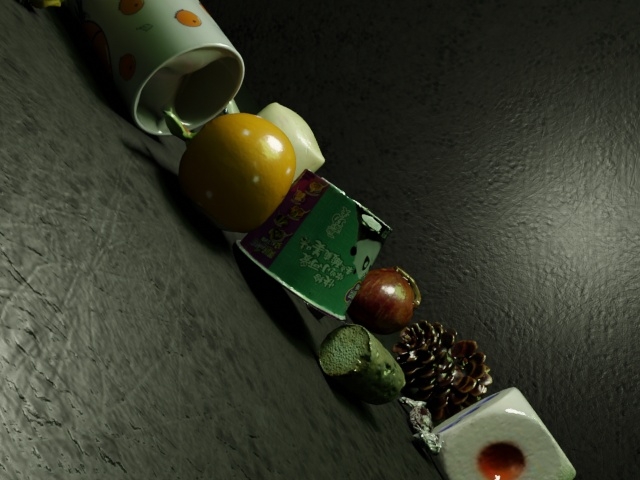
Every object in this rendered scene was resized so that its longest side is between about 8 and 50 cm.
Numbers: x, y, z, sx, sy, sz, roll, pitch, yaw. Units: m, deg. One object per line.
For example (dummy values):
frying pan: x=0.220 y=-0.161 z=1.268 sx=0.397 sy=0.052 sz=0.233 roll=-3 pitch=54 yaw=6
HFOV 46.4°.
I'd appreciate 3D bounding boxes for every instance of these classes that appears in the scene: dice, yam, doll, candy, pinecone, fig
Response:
dice: x=0.421 y=0.505 z=1.768 sx=0.243 sy=0.259 sz=0.251 roll=58 pitch=6 yaw=10
yam: x=0.083 y=0.237 z=1.386 sx=0.194 sy=0.107 sz=0.107 roll=48 pitch=9 yaw=-49
doll: x=-0.160 y=-0.134 z=1.245 sx=0.236 sy=0.213 sz=0.213 roll=39 pitch=9 yaw=-8
candy: x=0.231 y=0.418 z=1.729 sx=0.094 sy=0.051 sz=0.226 roll=34 pitch=11 yaw=-9
pinecone: x=0.314 y=0.333 z=1.988 sx=0.292 sy=0.246 sz=0.246 roll=48 pitch=9 yaw=-28
fig: x=0.174 y=0.159 z=2.037 sx=0.205 sy=0.205 sz=0.205 roll=53 pitch=7 yaw=-9

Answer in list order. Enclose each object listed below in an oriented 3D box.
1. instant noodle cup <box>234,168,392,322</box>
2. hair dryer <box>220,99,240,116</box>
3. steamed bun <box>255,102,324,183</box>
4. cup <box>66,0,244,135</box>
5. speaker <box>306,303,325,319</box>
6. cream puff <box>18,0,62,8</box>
instant noodle cup: x=0.000 y=0.000 z=1.353 sx=0.251 sy=0.190 sz=0.251 roll=36 pitch=2 yaw=-2
hair dryer: x=-0.190 y=-0.202 z=1.623 sx=0.295 sy=0.119 sz=0.298 roll=-92 pitch=158 yaw=-55
steamed bun: x=-0.118 y=-0.278 z=2.185 sx=0.250 sy=0.200 sz=0.155 roll=52 pitch=7 yaw=11
cup: x=-0.302 y=-0.371 z=1.319 sx=0.317 sy=0.212 sz=0.212 roll=56 pitch=7 yaw=21
speaker: x=-0.021 y=0.098 z=1.647 sx=0.046 sy=0.040 sz=0.191 roll=49 pitch=8 yaw=-31
cream puff: x=-0.425 y=-0.442 z=1.139 sx=0.156 sy=0.156 sz=0.121 roll=55 pitch=-24 yaw=7
